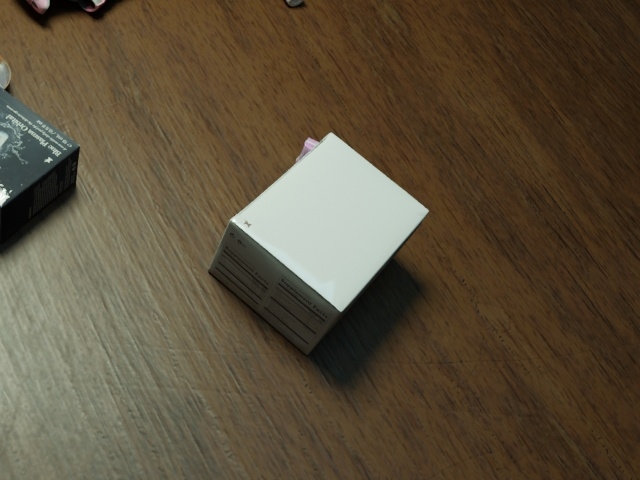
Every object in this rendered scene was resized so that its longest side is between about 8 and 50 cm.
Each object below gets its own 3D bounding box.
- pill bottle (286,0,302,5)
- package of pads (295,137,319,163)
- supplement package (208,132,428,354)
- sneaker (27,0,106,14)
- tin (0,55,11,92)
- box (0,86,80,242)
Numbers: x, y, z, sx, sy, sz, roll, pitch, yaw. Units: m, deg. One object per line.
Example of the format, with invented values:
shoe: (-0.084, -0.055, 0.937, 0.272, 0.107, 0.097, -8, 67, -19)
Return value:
pill bottle: (-0.068, -0.521, 1.577, 0.043, 0.043, 0.083, -20, 67, -33)
package of pads: (0.003, -0.137, 1.338, 0.083, 0.050, 0.032, 28, 46, -3)
supplement package: (0.000, 0.000, 1.182, 0.204, 0.145, 0.262, 40, 52, 7)
sneaker: (-0.393, -0.475, 1.388, 0.319, 0.112, 0.131, -20, 92, -36)
tin: (-0.564, -0.280, 1.205, 0.106, 0.040, 0.189, -31, 73, -40)
box: (-0.456, -0.111, 1.098, 0.156, 0.093, 0.158, 36, 52, 3)
